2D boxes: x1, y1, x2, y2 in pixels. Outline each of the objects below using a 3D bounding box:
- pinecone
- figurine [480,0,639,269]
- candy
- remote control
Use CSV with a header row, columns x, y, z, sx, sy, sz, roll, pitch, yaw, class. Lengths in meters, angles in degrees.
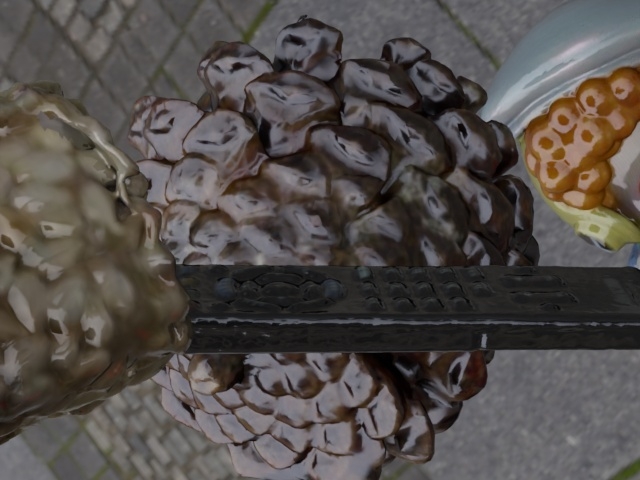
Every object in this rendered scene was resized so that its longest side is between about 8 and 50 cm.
x,y,z,sx,sy,sz,roll,pitch,yaw,class
0.001,-0.001,0.953,0.298,0.296,0.242,47,164,-1,pinecone
0.274,-0.038,1.253,0.205,0.224,0.382,23,137,59,figurine
-0.094,0.011,0.391,0.095,0.110,0.085,61,161,-8,candy
0.013,0.026,0.542,0.245,0.063,0.025,0,104,-4,remote control
